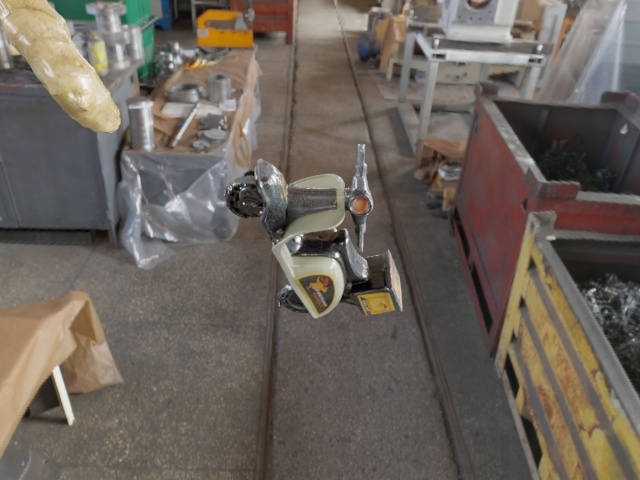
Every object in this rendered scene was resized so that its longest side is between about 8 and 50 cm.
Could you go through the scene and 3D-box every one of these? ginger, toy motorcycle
[{"bbox_3d":[-0.278,-0.213,0.467,0.075,0.288,0.089,-39,10,11],"label":"ginger"},{"bbox_3d":[0.000,0.000,0.625,0.157,0.263,0.090,-11,49,13],"label":"toy motorcycle"}]
